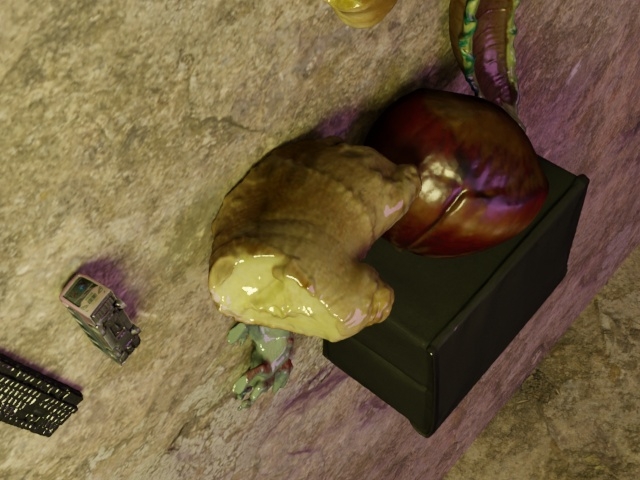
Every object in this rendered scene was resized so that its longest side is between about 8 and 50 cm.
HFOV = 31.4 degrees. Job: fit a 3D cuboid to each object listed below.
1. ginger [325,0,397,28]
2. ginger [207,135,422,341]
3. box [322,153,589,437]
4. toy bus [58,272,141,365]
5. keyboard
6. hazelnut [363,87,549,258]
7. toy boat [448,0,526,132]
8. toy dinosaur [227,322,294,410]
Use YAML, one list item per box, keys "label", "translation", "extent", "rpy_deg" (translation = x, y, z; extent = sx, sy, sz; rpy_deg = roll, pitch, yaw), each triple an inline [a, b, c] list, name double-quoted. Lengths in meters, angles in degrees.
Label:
- label: "ginger"
  translation: [0.007, -0.262, 0.988]
  extent: [0.294, 0.086, 0.131]
  rpy_deg: [1, 124, -59]
- label: "ginger"
  translation: [0.000, 0.000, 1.175]
  extent: [0.275, 0.221, 0.130]
  rpy_deg: [-34, 141, -25]
- label: "box"
  translation: [0.177, 0.044, 1.572]
  extent: [0.345, 0.204, 0.251]
  rpy_deg: [-45, 155, -23]
- label: "toy bus"
  translation: [-0.203, 0.074, 1.061]
  extent: [0.037, 0.052, 0.131]
  rpy_deg: [-53, 160, -19]
- label: "keyboard"
  translation: [-0.278, 0.144, 1.052]
  extent: [0.060, 0.018, 0.195]
  rpy_deg: [-50, 156, -5]
- label: "hazelnut"
  translation: [0.147, -0.076, 1.369]
  extent: [0.229, 0.229, 0.229]
  rpy_deg: [-43, 154, -27]
- label: "toy boat"
  translation: [0.208, -0.249, 1.385]
  extent: [0.108, 0.099, 0.293]
  rpy_deg: [-44, 147, -25]
- label: "toy dinosaur"
  translation: [-0.057, 0.122, 1.412]
  extent: [0.167, 0.053, 0.242]
  rpy_deg: [-26, 143, -52]
